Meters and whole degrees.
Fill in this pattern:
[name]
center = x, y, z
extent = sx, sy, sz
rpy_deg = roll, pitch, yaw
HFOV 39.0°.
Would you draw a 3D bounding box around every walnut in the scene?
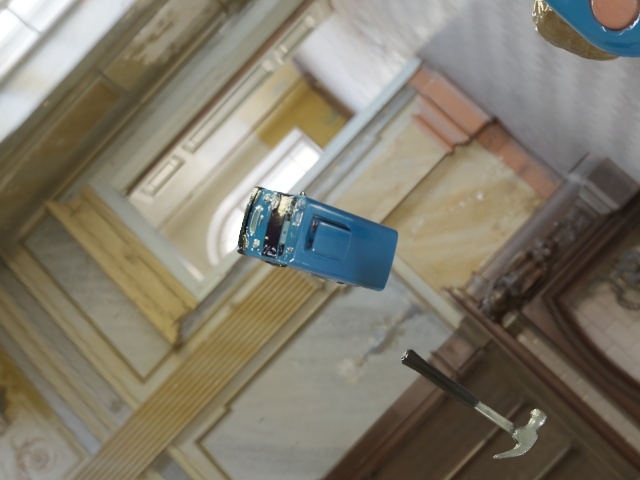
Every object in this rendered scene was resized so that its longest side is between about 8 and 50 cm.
[walnut]
center = 0.514, -0.429, 1.699
extent = 0.231, 0.178, 0.178
rpy_deg = 21, -175, -8

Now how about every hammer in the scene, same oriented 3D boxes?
[hammer]
center = 0.232, 0.257, 1.441
extent = 0.246, 0.103, 0.029
rpy_deg = 32, 167, 7

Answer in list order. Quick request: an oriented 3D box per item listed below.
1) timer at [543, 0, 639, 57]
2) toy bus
[timer]
center = 0.331, -0.383, 0.955
extent = 0.340, 0.115, 0.309
rpy_deg = 54, 142, 28
[toy bus]
center = 0.000, 0.000, 1.083
extent = 0.106, 0.090, 0.185
rpy_deg = 13, 177, 45
